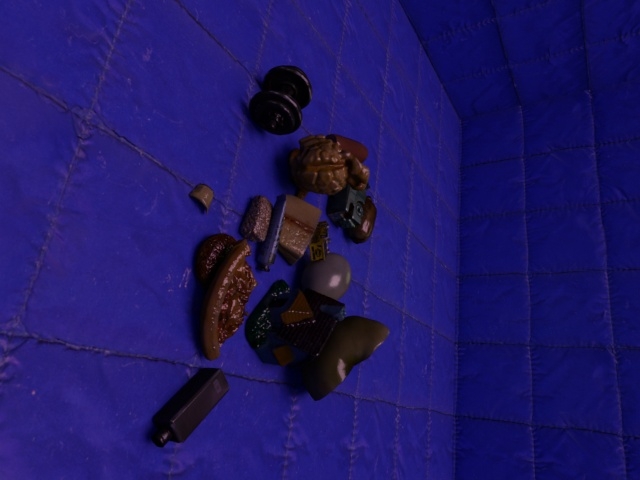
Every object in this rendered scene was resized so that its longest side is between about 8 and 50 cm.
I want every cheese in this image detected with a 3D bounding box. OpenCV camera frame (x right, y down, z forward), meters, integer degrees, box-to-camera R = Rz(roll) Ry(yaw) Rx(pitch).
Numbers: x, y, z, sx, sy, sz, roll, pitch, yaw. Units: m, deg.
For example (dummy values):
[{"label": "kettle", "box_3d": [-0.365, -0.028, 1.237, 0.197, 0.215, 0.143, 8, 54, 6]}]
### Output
[{"label": "cheese", "box_3d": [-0.347, -0.125, 1.374, 0.084, 0.041, 0.060, 62, 37, -30]}]

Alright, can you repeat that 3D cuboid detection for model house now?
[{"label": "model house", "box_3d": [-0.064, 0.288, 1.566, 0.280, 0.249, 0.230, -56, 130, -45]}]

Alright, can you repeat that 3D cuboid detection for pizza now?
[{"label": "pizza", "box_3d": [-0.267, 0.176, 1.353, 0.182, 0.074, 0.365, 32, 75, -51]}]

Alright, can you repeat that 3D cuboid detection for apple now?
[{"label": "apple", "box_3d": [0.090, 0.439, 1.717, 0.360, 0.320, 0.311, 101, -8, -80]}]

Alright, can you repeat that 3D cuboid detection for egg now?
[{"label": "egg", "box_3d": [0.023, 0.148, 1.781, 0.253, 0.186, 0.186, -52, 128, -53]}]

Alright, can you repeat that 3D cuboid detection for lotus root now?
[{"label": "lotus root", "box_3d": [0.199, -0.106, 2.159, 0.145, 0.128, 0.260, 68, 36, -55]}]

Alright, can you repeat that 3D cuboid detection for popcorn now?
[{"label": "popcorn", "box_3d": [0.021, -0.276, 1.720, 0.265, 0.332, 0.225, -34, 141, -72]}]

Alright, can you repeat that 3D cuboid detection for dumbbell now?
[{"label": "dumbbell", "box_3d": [-0.138, -0.497, 1.626, 0.192, 0.192, 0.290, 52, 44, -41]}]

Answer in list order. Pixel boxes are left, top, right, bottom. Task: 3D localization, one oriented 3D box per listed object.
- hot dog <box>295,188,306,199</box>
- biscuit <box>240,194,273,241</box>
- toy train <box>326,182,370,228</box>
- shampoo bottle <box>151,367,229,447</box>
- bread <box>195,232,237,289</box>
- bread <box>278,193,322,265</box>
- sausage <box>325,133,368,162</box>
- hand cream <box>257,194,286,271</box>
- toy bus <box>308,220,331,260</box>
[{"label": "hot dog", "box_3d": [-0.072, -0.194, 1.834, 0.044, 0.028, 0.137, 35, 49, -19]}, {"label": "biscuit", "box_3d": [-0.213, -0.074, 1.553, 0.082, 0.070, 0.168, 58, 38, -51]}, {"label": "toy train", "box_3d": [0.128, -0.213, 2.068, 0.159, 0.129, 0.326, 39, 54, -41]}, {"label": "shampoo bottle", "box_3d": [-0.354, 0.451, 1.236, 0.246, 0.079, 0.080, -44, 120, -52]}, {"label": "bread", "box_3d": [-0.304, 0.068, 1.395, 0.193, 0.064, 0.193, 2, 87, -60]}, {"label": "bread", "box_3d": [-0.120, -0.050, 1.739, 0.178, 0.135, 0.240, 30, 55, -13]}, {"label": "sausage", "box_3d": [0.111, -0.406, 2.073, 0.304, 0.121, 0.121, -1, 86, -58]}, {"label": "hand cream", "box_3d": [-0.165, -0.026, 1.585, 0.058, 0.091, 0.271, 15, 85, -24]}, {"label": "toy bus", "box_3d": [0.000, 0.000, 1.796, 0.226, 0.074, 0.081, -83, 165, -62]}]
